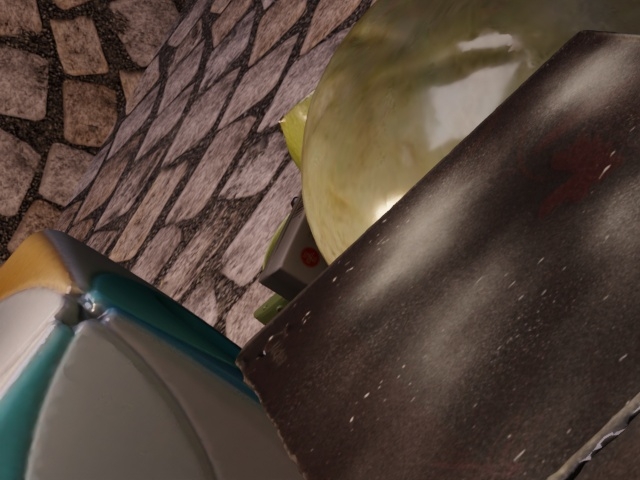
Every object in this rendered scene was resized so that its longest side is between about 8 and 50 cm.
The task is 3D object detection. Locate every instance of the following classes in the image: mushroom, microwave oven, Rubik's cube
[{"bbox_3d":[0.144,-0.073,0.921,0.352,0.260,0.352,-28,37,24],"label":"mushroom"},{"bbox_3d":[0.193,0.127,0.447,0.236,0.374,0.432,-44,17,-1],"label":"microwave oven"},{"bbox_3d":[-0.204,0.226,1.160,0.352,0.351,0.347,-52,21,-2],"label":"Rubik's cube"}]

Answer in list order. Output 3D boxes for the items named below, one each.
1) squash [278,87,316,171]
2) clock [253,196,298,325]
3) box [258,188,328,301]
[{"bbox_3d":[0.080,-0.013,1.206,0.137,0.287,0.137,-26,-15,-7],"label":"squash"},{"bbox_3d":[0.000,0.000,1.475,0.170,0.069,0.232,-43,23,26],"label":"clock"},{"bbox_3d":[0.039,-0.011,1.308,0.058,0.141,0.201,-35,28,58],"label":"box"}]
